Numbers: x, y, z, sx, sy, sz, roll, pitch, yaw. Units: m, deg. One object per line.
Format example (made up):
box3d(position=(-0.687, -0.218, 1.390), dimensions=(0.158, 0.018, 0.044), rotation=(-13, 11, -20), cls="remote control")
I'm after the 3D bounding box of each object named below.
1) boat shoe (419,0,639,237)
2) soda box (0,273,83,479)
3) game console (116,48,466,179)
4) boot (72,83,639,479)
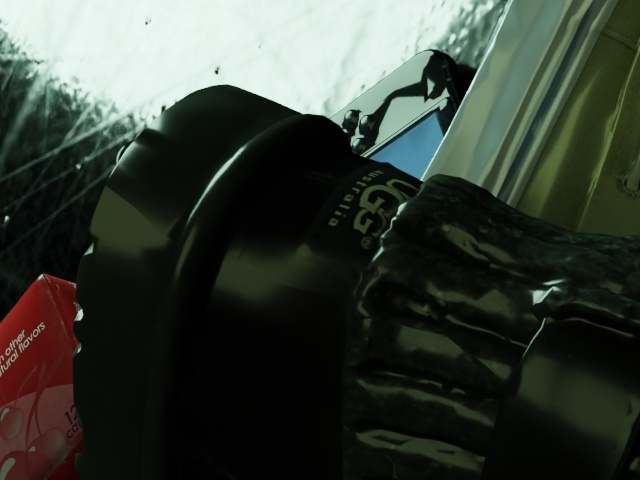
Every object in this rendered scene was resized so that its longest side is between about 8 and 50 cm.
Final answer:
box3d(position=(0.104, -0.049, 0.648), dimensions=(0.094, 0.109, 0.302), rotation=(27, 94, 8), cls="boat shoe")
box3d(position=(-0.151, 0.139, 0.816), dimensions=(0.263, 0.092, 0.083), rotation=(-48, 48, 22), cls="soda box")
box3d(position=(0.000, 0.000, 0.724), dimensions=(0.124, 0.085, 0.144), rotation=(-35, 55, 31), cls="game console")
box3d(position=(0.062, 0.133, 0.546), dimensions=(0.260, 0.131, 0.348), rotation=(20, 135, 23), cls="boot")
